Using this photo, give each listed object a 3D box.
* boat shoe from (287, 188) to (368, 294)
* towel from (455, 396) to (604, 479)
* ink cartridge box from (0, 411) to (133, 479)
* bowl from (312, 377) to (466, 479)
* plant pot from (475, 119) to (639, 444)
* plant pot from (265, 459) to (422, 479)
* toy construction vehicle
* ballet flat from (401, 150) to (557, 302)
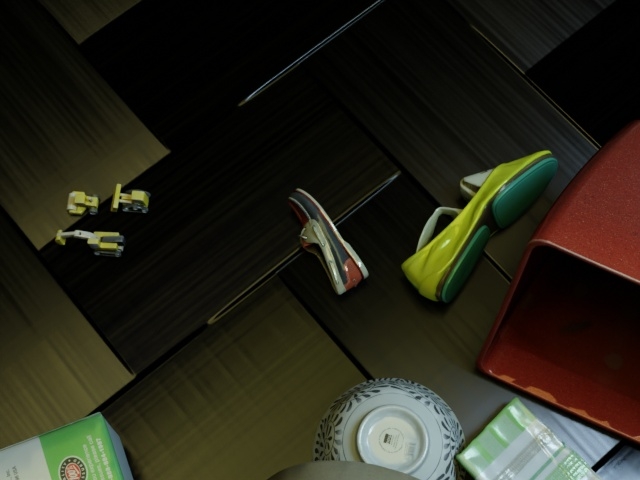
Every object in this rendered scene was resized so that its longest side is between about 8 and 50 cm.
[{"bbox_3d":[0.000,0.000,1.239,0.043,0.049,0.137,-34,76,-9],"label":"boat shoe"},{"bbox_3d":[0.229,0.248,1.124,0.152,0.023,0.113,45,55,12],"label":"towel"},{"bbox_3d":[-0.312,0.324,1.048,0.289,0.121,0.211,-19,72,-9],"label":"ink cartridge box"},{"bbox_3d":[0.074,0.219,1.131,0.170,0.080,0.170,-1,69,2],"label":"bowl"},{"bbox_3d":[0.349,0.038,1.117,0.267,0.267,0.236,24,57,10],"label":"plant pot"},{"bbox_3d":[0.014,0.379,0.919,0.256,0.256,0.274,16,41,8],"label":"plant pot"},{"bbox_3d":[-0.256,-0.028,1.260,0.098,0.035,0.086,7,68,4],"label":"toy construction vehicle"},{"bbox_3d":[0.178,-0.031,1.236,0.077,0.077,0.231,33,74,31],"label":"ballet flat"}]
